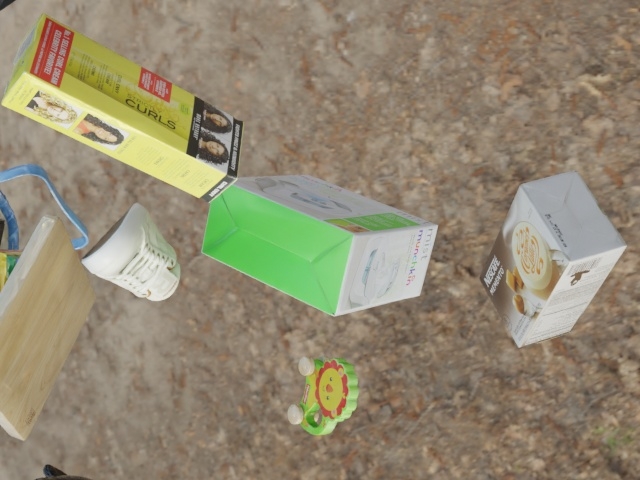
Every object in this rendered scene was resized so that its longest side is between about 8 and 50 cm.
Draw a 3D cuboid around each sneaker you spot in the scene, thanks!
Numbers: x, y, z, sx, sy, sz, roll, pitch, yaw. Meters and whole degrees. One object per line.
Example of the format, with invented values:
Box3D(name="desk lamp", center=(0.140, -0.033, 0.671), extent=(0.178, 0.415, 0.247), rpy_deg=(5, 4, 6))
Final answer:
Box3D(name="sneaker", center=(-0.240, 0.024, 1.298), extent=(0.123, 0.290, 0.106), rpy_deg=(44, 89, -4))

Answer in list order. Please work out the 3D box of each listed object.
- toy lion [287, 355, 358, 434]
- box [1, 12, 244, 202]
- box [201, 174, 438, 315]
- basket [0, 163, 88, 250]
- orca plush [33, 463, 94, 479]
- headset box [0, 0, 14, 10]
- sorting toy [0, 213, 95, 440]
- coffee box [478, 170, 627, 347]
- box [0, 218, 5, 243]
Box3D(name="toy lion", center=(0.008, 0.182, 1.107), extent=(0.096, 0.034, 0.100), rpy_deg=(27, 107, 52))
Box3D(name="box", center=(-0.188, -0.127, 0.941), extent=(0.058, 0.232, 0.087), rpy_deg=(-36, 39, 41))
Box3D(name="box", center=(0.000, 0.000, 1.418), extent=(0.262, 0.231, 0.126), rpy_deg=(23, 108, 34))
Box3D(name="basket", center=(-0.610, -0.030, 1.787), extent=(0.254, 0.289, 0.201), rpy_deg=(70, -177, -55))
Box3D(name="orca plush", center=(-0.439, 0.413, 1.522), extent=(0.102, 0.287, 0.151), rpy_deg=(51, 118, 35))
Box3D(name="headset box", center=(-0.332, -0.328, 0.702), extent=(0.131, 0.283, 0.246), rpy_deg=(-33, 84, 9))
Box3D(name="sorting toy", center=(-0.446, 0.123, 1.387), extent=(0.089, 0.257, 0.255), rpy_deg=(16, 151, 9))
Box3D(name="coffee box", center=(0.333, 0.033, 1.398), extent=(0.246, 0.098, 0.141), rpy_deg=(101, 150, -56))
Box3D(name="box", center=(-0.570, 0.046, 1.432), extent=(0.078, 0.147, 0.180), rpy_deg=(19, 99, 21))
